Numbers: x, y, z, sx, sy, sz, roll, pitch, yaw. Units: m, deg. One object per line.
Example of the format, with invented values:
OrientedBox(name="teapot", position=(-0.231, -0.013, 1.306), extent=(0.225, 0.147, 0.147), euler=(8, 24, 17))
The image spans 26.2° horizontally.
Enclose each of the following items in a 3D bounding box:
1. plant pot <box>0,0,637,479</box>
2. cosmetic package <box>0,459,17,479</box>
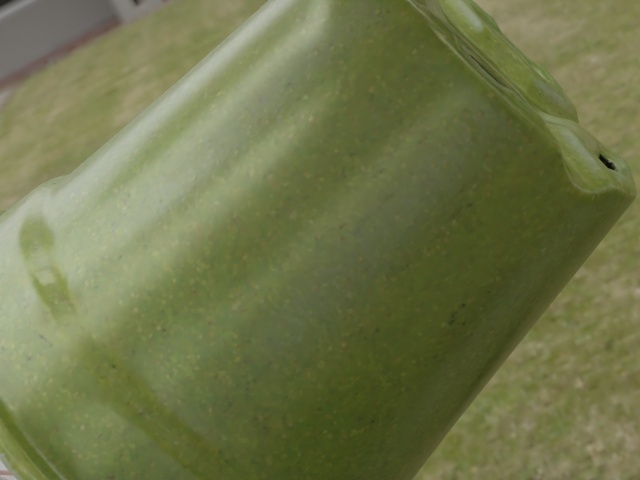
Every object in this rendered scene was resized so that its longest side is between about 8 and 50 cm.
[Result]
OrientedBox(name="plant pot", position=(0.000, 0.000, 0.662), extent=(0.254, 0.276, 0.276), euler=(-47, 9, 17))
OrientedBox(name="cosmetic package", position=(-0.179, 0.259, 1.135), extent=(0.296, 0.153, 0.129), euler=(8, 10, -43))
